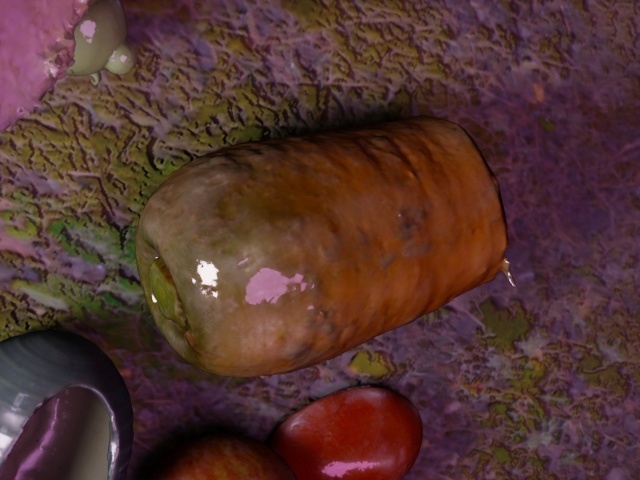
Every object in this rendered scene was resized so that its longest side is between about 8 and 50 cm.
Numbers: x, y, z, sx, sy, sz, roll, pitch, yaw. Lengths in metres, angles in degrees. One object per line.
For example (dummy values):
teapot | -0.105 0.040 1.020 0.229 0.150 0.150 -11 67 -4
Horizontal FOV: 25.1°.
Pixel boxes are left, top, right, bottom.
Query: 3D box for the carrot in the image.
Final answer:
carrot | 0.000 0.000 1.385 0.340 0.224 0.224 -19 122 -23

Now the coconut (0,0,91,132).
coconut | -0.357 -0.244 0.999 0.404 0.404 0.405 -12 120 -22

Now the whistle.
whistle | -0.224 -0.232 1.226 0.085 0.105 0.227 -55 141 -47

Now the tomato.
tomato | 0.041 0.243 1.616 0.174 0.082 0.166 -40 125 -2

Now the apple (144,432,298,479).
apple | -0.102 0.304 1.515 0.188 0.174 0.188 -13 122 -21

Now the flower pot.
flower pot | -0.280 0.201 1.379 0.189 0.157 0.243 17 107 -32
